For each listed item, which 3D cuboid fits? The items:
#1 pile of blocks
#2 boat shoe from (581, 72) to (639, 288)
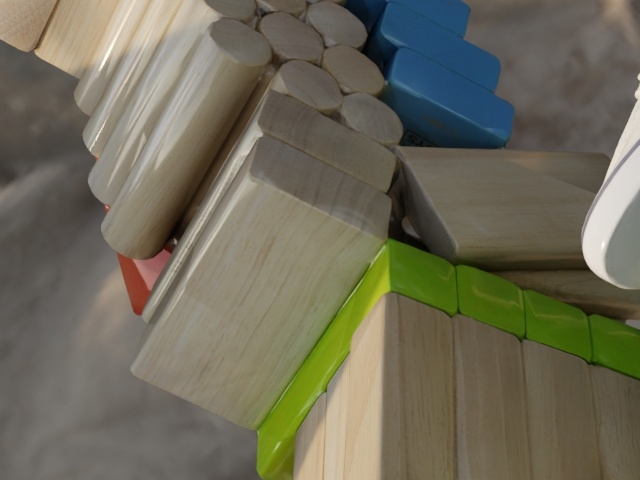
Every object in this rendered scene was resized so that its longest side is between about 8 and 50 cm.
[{"bbox_3d":[0.000,0.000,0.570,0.113,0.149,0.362,-56,45,37],"label":"pile of blocks"},{"bbox_3d":[0.086,-0.035,0.405,0.100,0.035,0.035,-54,42,7],"label":"boat shoe"}]
